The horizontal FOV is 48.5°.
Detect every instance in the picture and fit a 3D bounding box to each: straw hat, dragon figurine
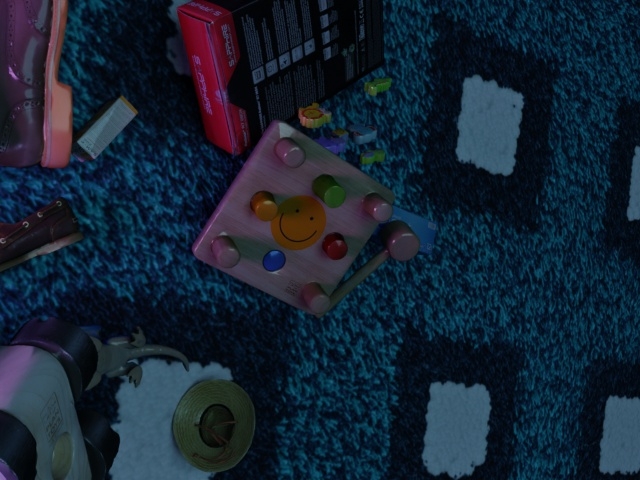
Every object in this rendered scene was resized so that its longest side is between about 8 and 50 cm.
[{"bbox_3d":[-0.164,0.301,1.144,0.061,0.144,0.145,67,45,-67],"label":"straw hat"},{"bbox_3d":[-0.328,0.166,1.013,0.289,0.144,0.085,-1,89,-55],"label":"dragon figurine"}]

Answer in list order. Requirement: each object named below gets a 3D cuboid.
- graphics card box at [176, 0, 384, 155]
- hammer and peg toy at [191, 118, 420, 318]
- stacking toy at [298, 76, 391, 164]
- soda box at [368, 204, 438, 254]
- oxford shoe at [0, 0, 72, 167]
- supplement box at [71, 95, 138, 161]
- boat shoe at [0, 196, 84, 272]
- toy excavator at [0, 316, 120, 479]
[{"bbox_3d":[-0.046,-0.328,1.158,0.371,0.094,0.233,-37,139,-28],"label":"graphics card box"},{"bbox_3d":[0.000,0.000,1.170,0.361,0.127,0.266,30,99,-29],"label":"hammer and peg toy"},{"bbox_3d":[0.048,-0.180,1.258,0.221,0.052,0.167,-28,138,-33],"label":"stacking toy"},{"bbox_3d":[0.121,-0.030,1.346,0.210,0.071,0.067,19,79,-34],"label":"soda box"},{"bbox_3d":[-0.409,-0.278,0.935,0.132,0.130,0.364,-5,93,-29],"label":"oxford shoe"},{"bbox_3d":[-0.320,-0.162,1.034,0.036,0.062,0.098,48,64,-27],"label":"supplement box"},{"bbox_3d":[-0.426,0.004,0.956,0.207,0.073,0.073,-31,106,-39],"label":"boat shoe"},{"bbox_3d":[-0.499,0.181,0.790,0.445,0.222,0.433,0,118,4],"label":"toy excavator"}]
